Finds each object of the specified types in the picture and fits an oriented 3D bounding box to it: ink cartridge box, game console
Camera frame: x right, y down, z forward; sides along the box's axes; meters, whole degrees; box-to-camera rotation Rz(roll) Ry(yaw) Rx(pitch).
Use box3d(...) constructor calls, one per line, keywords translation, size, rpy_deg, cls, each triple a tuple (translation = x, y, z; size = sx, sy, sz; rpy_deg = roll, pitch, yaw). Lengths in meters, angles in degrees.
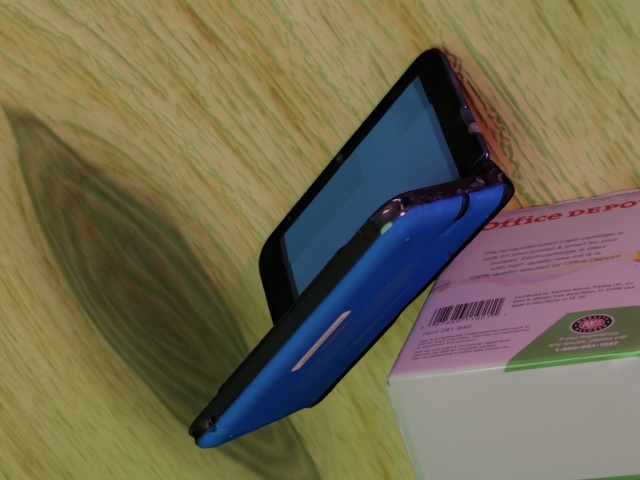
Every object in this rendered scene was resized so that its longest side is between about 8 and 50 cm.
box3d(translation=(0.193, 0.075, 1.116), size=(0.201, 0.278, 0.117), rpy_deg=(-9, 113, 24), cls="ink cartridge box")
box3d(translation=(0.000, 0.000, 1.144), size=(0.173, 0.250, 0.293), rpy_deg=(50, 122, 17), cls="game console")
